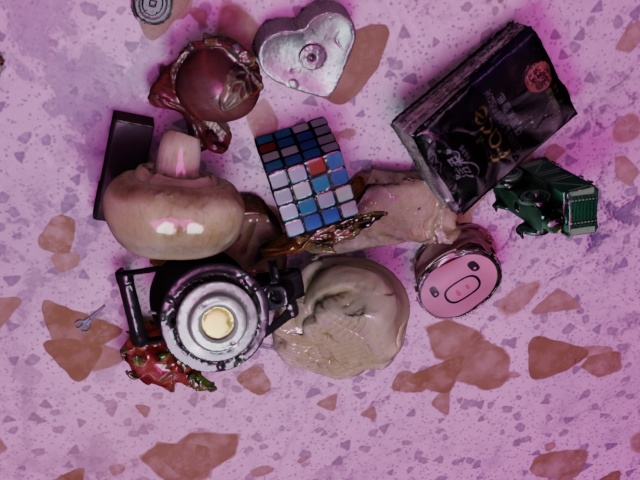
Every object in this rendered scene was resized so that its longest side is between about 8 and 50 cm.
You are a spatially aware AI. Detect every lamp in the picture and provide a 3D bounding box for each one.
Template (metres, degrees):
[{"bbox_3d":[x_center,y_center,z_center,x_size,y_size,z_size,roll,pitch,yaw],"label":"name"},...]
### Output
[{"bbox_3d":[-0.224,0.129,1.824,0.374,0.272,0.205,-10,100,6],"label":"lamp"},{"bbox_3d":[-0.187,-0.274,1.762,0.223,0.151,0.215,-7,131,46],"label":"lamp"}]

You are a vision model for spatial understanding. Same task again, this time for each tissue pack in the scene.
[{"bbox_3d":[0.323,-0.230,1.867,0.332,0.123,0.245,-40,122,-4],"label":"tissue pack"}]

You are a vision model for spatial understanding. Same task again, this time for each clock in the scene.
[{"bbox_3d":[-0.297,-0.422,1.711,0.074,0.010,0.083,7,120,-16],"label":"clock"}]

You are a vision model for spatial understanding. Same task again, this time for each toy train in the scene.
[{"bbox_3d":[0.441,-0.087,1.937,0.154,0.269,0.115,-14,111,-9],"label":"toy train"}]

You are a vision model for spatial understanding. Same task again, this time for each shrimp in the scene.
[{"bbox_3d":[0.006,0.002,1.876,0.262,0.117,0.066,-14,110,25],"label":"shrimp"}]

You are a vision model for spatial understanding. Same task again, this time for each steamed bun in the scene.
[{"bbox_3d":[0.050,0.147,2.023,0.320,0.206,0.275,-8,134,34],"label":"steamed bun"}]

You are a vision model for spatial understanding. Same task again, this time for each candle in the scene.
[{"bbox_3d":[-0.019,-0.345,1.788,0.192,0.068,0.168,-22,125,7],"label":"candle"}]

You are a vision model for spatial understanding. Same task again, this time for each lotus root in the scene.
[{"bbox_3d":[-0.152,0.029,1.995,0.170,0.074,0.261,-4,122,-16],"label":"lotus root"}]

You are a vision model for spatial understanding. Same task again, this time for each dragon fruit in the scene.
[{"bbox_3d":[-0.318,0.255,2.064,0.235,0.137,0.135,25,129,-23],"label":"dragon fruit"}]

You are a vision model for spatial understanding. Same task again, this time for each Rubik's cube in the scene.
[{"bbox_3d":[-0.028,-0.124,1.874,0.151,0.154,0.155,-18,125,-2],"label":"Rubik's cube"}]

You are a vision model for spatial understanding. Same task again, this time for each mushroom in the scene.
[{"bbox_3d":[-0.260,-0.086,1.767,0.253,0.260,0.234,14,108,24],"label":"mushroom"}]

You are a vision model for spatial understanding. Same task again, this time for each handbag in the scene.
[{"bbox_3d":[0.296,0.068,2.090,0.205,0.116,0.179,-33,122,11],"label":"handbag"}]

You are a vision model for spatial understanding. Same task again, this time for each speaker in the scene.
[{"bbox_3d":[-0.379,-0.138,1.854,0.082,0.044,0.218,8,119,-17],"label":"speaker"}]

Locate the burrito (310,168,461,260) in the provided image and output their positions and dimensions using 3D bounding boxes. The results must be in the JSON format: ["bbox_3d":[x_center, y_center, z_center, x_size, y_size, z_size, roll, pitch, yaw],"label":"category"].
[{"bbox_3d":[0.142,-0.065,1.981,0.347,0.107,0.175,-7,102,-13],"label":"burrito"}]

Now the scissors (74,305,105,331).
[{"bbox_3d":[-0.484,0.163,2.045,0.083,0.006,0.036,-42,119,15],"label":"scissors"}]

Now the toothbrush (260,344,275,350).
[{"bbox_3d":[-0.168,0.225,2.147,0.219,0.019,0.016,13,116,-19],"label":"toothbrush"}]

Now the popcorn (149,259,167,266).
[{"bbox_3d":[-0.310,0.027,1.967,0.082,0.057,0.083,-20,125,4],"label":"popcorn"}]

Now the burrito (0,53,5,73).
[{"bbox_3d":[-0.611,-0.254,1.732,0.045,0.041,0.185,24,116,-22],"label":"burrito"}]
